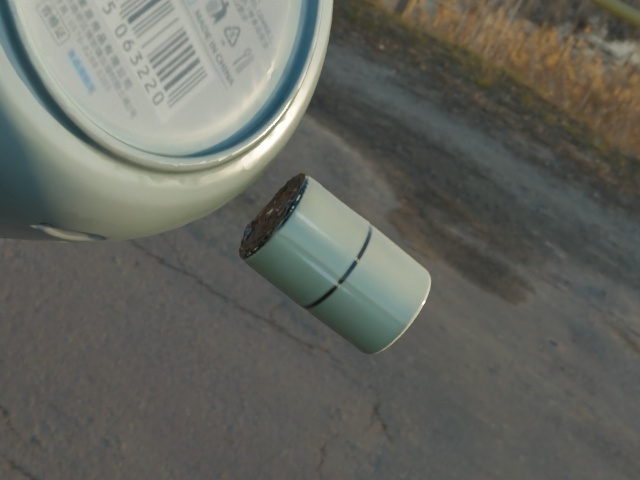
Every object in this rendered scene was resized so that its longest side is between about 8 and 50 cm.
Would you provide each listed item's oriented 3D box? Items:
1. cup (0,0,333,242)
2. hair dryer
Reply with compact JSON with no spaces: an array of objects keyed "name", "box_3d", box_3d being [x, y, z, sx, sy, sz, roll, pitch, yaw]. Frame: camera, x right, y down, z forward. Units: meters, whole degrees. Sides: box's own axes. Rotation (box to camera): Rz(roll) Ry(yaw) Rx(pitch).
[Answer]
[{"name":"cup","box_3d":[-0.121,-0.139,0.560,0.274,0.260,0.356,8,19,43]},{"name":"hair dryer","box_3d":[0.000,0.000,1.325,0.203,0.128,0.362,38,6,-15]}]
